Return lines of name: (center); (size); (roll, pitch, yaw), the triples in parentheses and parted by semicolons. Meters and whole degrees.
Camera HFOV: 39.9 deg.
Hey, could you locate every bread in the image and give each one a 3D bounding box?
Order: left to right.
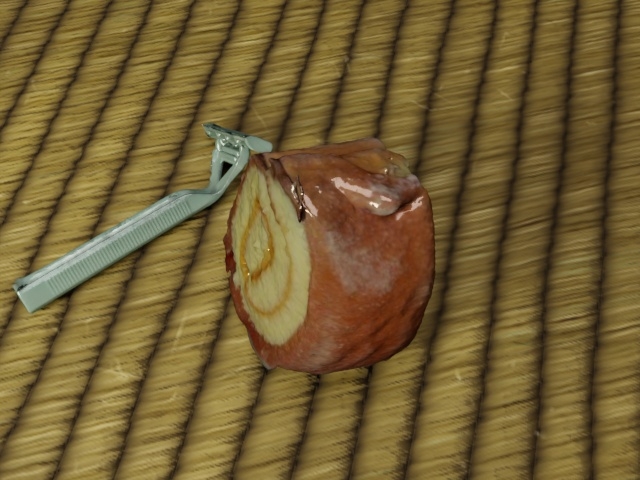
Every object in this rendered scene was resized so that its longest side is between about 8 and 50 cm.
bread: (0.005, 0.010, 0.753); (0.123, 0.244, 0.190); (-13, 66, -21)

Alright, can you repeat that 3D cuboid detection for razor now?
razor: (-0.175, -0.019, 0.872); (0.278, 0.056, 0.111); (-40, 29, -15)
